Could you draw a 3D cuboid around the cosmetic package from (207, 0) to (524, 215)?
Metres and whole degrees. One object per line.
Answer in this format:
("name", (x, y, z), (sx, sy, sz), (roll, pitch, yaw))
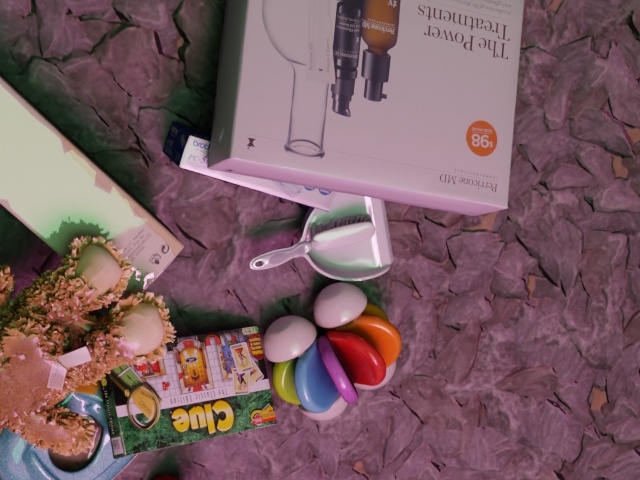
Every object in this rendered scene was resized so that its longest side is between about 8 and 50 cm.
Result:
("cosmetic package", (0.062, -0.200, 1.842), (0.377, 0.097, 0.284), (9, 83, -22))

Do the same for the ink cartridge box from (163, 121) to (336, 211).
("ink cartridge box", (-0.088, -0.093, 1.871), (0.207, 0.097, 0.046), (16, 99, -22))

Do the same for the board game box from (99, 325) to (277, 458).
("board game box", (-0.166, 0.188, 1.870), (0.259, 0.030, 0.136), (-6, 84, -47))

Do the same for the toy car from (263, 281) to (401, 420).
("toy car", (0.025, 0.160, 1.954), (0.182, 0.136, 0.159), (-33, 118, -8))

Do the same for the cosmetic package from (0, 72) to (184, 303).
("cosmetic package", (-0.321, -0.069, 1.767), (0.113, 0.160, 0.309), (-46, 115, -3))

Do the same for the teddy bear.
("teddy bear", (-0.335, 0.133, 1.722), (0.245, 0.113, 0.338), (35, 103, -21))

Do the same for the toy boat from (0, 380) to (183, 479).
("toy boat", (-0.253, 0.263, 1.875), (0.318, 0.148, 0.267), (46, 74, -28))

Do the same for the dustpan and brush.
("dustpan and brush", (0.000, 0.000, 1.947), (0.211, 0.060, 0.147), (-15, 109, -14))
